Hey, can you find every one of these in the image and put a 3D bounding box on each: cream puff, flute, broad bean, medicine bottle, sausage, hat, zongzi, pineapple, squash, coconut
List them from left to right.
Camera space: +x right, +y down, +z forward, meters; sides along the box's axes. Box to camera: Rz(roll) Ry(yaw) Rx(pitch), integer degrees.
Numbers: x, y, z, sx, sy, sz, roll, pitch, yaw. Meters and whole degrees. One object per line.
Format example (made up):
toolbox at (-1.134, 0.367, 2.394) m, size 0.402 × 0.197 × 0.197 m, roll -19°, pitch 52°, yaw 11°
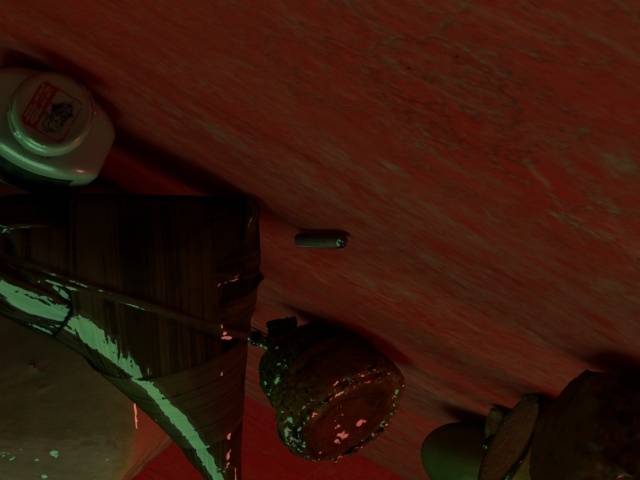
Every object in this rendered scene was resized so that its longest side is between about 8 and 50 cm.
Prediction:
coconut at (-0.321, 0.112, 1.415) m, size 0.415 × 0.345 × 0.415 m, roll 11°, pitch -154°, yaw -5°
medicine bottle at (-0.245, -0.095, 1.131) m, size 0.121 × 0.083 × 0.229 m, roll 26°, pitch 168°, yaw -14°
zongzi at (-0.192, 0.101, 1.192) m, size 0.286 × 0.288 × 0.134 m, roll 1°, pitch 179°, yaw -10°
flute at (-0.139, 0.134, 2.042) m, size 0.233 × 0.027 × 0.027 m, roll 27°, pitch 168°, yaw -9°
cream puff at (-0.005, 0.173, 1.668) m, size 0.169 × 0.183 × 0.183 m, roll 49°, pitch -176°, yaw 36°
sausage at (0.000, 0.000, 1.189) m, size 0.015 × 0.015 × 0.100 m, roll 31°, pitch 168°, yaw -23°
broad bean at (0.256, 0.343, 1.882) m, size 0.238 × 0.119 × 0.291 m, roll 26°, pitch 168°, yaw 2°
hat at (0.246, 0.253, 1.664) m, size 0.077 × 0.059 × 0.076 m, roll 30°, pitch 173°, yaw -41°
squash at (0.313, 0.282, 1.464) m, size 0.247 × 0.132 × 0.132 m, roll 28°, pitch 168°, yaw -5°
pineapple at (0.333, 0.213, 1.147) m, size 0.278 × 0.158 × 0.158 m, roll 17°, pitch 170°, yaw -9°

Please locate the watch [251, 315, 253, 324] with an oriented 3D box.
watch at (-0.236, 0.122, 1.827) m, size 0.244 × 0.196 × 0.231 m, roll 37°, pitch 158°, yaw -30°
